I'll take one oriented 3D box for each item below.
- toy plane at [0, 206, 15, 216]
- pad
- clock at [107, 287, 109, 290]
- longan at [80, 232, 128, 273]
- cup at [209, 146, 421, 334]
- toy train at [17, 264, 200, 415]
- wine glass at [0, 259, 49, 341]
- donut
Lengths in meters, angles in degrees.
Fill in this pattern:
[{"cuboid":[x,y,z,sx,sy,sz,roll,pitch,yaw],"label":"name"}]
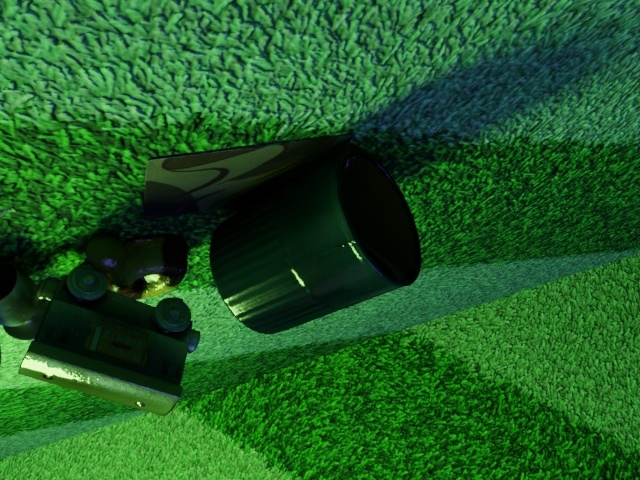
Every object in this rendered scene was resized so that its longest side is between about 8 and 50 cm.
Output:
[{"cuboid":[-0.488,-0.035,1.032,0.102,0.040,0.111,1,156,-37],"label":"toy plane"},{"cuboid":[-0.125,-0.101,1.208,0.330,0.004,0.220,-10,161,-19],"label":"pad"},{"cuboid":[-0.495,0.141,1.495,0.197,0.063,0.150,-24,160,21],"label":"clock"},{"cuboid":[-0.373,0.025,1.254,0.083,0.075,0.075,-23,163,-9],"label":"longan"},{"cuboid":[-0.012,-0.009,1.271,0.292,0.308,0.242,-26,127,29],"label":"cup"},{"cuboid":[-0.362,0.175,1.284,0.299,0.202,0.131,22,141,-19],"label":"toy train"},{"cuboid":[-0.543,0.105,1.296,0.103,0.103,0.222,-13,160,-10],"label":"wine glass"},{"cuboid":[-0.329,0.056,1.384,0.166,0.074,0.184,4,151,-40],"label":"donut"}]
